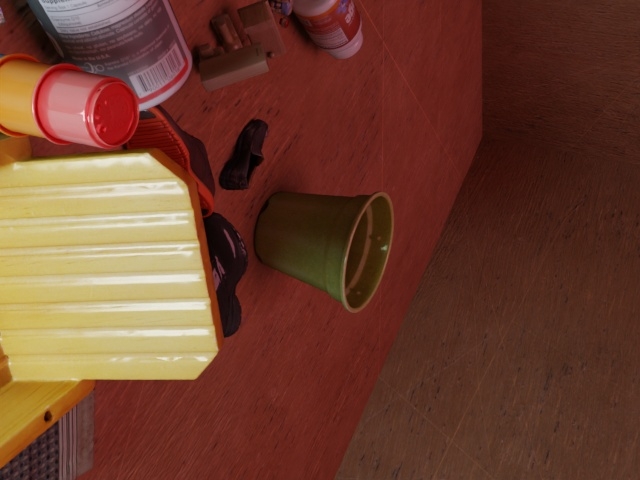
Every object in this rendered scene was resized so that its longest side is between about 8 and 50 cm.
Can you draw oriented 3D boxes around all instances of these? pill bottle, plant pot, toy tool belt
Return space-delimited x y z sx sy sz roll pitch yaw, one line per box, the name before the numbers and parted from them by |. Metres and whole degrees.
pill bottle | -0.281 -0.313 0.818 0.161 0.161 0.283 -61 152 -30
plant pot | 0.000 0.000 1.507 0.276 0.253 0.276 -43 140 -51
toy tool belt | -0.083 -0.475 1.320 0.052 0.051 0.083 -66 172 -59
pill bottle | 0.020 -0.490 1.432 0.216 0.121 0.121 36 71 -65

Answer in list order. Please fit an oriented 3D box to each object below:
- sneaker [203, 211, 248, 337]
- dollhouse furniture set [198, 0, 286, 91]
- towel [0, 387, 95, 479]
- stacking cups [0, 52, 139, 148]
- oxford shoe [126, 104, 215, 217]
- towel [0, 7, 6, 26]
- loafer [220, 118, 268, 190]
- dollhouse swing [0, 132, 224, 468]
sneaker | -0.217 0.085 1.270 0.130 0.109 0.287 -29 128 -51
dollhouse furniture set | -0.132 -0.312 1.172 0.123 0.144 0.151 65 9 -56
towel | -0.448 0.263 0.939 0.312 0.056 0.325 -28 126 -63
stacking cups | -0.313 -0.151 0.649 0.096 0.316 0.096 13 90 -68
oxford shoe | -0.248 -0.149 1.102 0.271 0.096 0.098 73 18 -57
towel | -0.401 -0.281 0.760 0.060 0.009 0.083 -51 146 -45
loafer | -0.139 -0.171 1.337 0.170 0.061 0.062 -68 154 -19
dollhouse swing | -0.323 0.080 0.706 0.315 0.304 0.347 -45 134 -57
